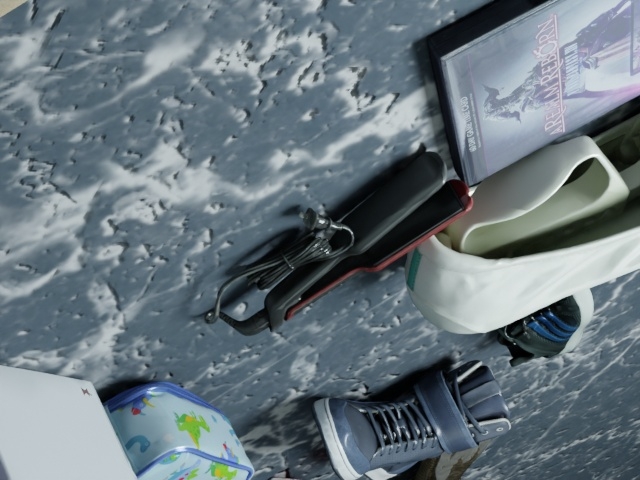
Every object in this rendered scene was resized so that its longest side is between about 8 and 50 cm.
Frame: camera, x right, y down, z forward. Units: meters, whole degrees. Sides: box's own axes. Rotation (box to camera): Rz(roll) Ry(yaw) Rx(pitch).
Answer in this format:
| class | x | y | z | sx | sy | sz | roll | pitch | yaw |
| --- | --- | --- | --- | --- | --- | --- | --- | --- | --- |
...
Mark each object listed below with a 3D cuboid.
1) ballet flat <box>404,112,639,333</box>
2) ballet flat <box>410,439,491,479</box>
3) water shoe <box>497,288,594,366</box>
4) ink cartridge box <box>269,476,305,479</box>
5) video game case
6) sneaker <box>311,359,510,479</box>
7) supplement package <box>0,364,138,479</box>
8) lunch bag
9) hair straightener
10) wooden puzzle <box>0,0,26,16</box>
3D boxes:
| class | x | y | z | sx | sy | sz | roll | pitch | yaw |
| --- | --- | --- | --- | --- | --- | --- | --- | --- | --- |
| ballet flat | 0.252 | -0.048 | 1.282 | 0.400 | 0.139 | 0.139 | -25 | 153 | -4 |
| ballet flat | 0.138 | 0.234 | 1.736 | 0.084 | 0.058 | 0.250 | -21 | 148 | -24 |
| water shoe | 0.206 | 0.069 | 1.486 | 0.080 | 0.073 | 0.203 | -24 | 152 | -6 |
| ink cartridge box | 0.023 | 0.384 | 1.686 | 0.117 | 0.207 | 0.283 | 6 | 164 | 23 |
| video game case | 0.213 | -0.153 | 1.163 | 0.274 | 0.026 | 0.196 | -29 | 153 | -3 |
| sneaker | 0.090 | 0.167 | 1.509 | 0.163 | 0.086 | 0.226 | -24 | 165 | 12 |
| supplement package | -0.250 | 0.230 | 1.174 | 0.203 | 0.194 | 0.149 | -40 | 151 | 19 |
| lunch bag | -0.176 | 0.215 | 1.338 | 0.219 | 0.090 | 0.176 | -36 | 152 | 11 |
| hair straightener | 0.000 | 0.000 | 1.213 | 0.230 | 0.047 | 0.089 | -30 | 134 | 13 |
| wooden puzzle | -0.280 | -0.143 | 0.641 | 0.348 | 0.080 | 0.322 | -35 | 154 | 1 |
